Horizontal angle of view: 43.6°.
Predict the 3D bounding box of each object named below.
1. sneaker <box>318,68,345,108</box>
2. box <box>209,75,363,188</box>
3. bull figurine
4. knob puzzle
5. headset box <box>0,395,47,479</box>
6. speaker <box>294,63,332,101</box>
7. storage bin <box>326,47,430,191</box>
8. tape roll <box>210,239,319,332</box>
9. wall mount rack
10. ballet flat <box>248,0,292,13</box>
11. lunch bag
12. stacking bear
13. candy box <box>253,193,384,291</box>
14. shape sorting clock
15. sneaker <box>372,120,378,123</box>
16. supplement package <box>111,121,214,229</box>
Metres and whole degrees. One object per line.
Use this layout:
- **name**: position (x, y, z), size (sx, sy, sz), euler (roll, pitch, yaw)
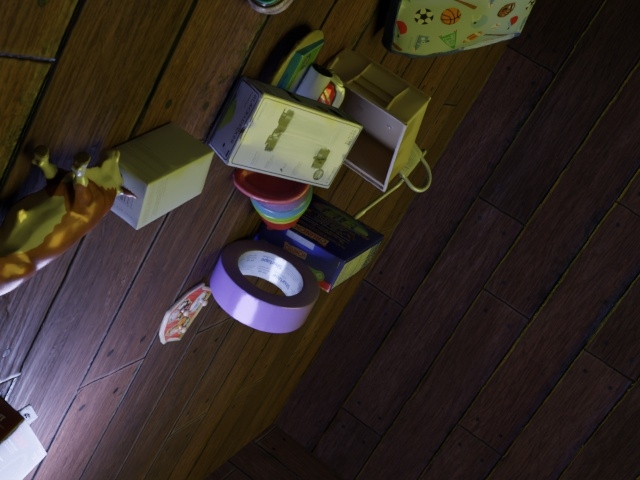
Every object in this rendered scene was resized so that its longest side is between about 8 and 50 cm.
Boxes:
- **sneaker**: position (-0.035, -0.295, 1.920), size (0.118, 0.107, 0.279), euler (-23, 150, -29)
- **box**: position (-0.068, -0.222, 1.677), size (0.290, 0.087, 0.169), euler (8, 119, -44)
- **bull figurine**: position (-0.402, -0.045, 1.188), size (0.310, 0.101, 0.188), euler (-49, 162, -23)
- **knob puzzle**: position (-0.352, 0.194, 2.082), size (0.213, 0.030, 0.213), euler (-50, 166, -18)
- **headset box**: position (-0.637, 0.411, 1.448), size (0.293, 0.110, 0.218), euler (-47, 164, -29)
- **speaker**: position (-0.029, -0.324, 1.777), size (0.136, 0.055, 0.055), euler (-56, 167, 27)
- **storage bin**: position (0.114, -0.304, 1.998), size (0.123, 0.260, 0.262), euler (-46, 164, -28)
- **tape roll**: position (-0.144, 0.115, 2.082), size (0.275, 0.275, 0.090), euler (-32, 153, -58)
- **wall mount rack**: position (0.158, -0.246, 2.341), size (0.130, 0.350, 0.304), euler (-14, -151, 53)
- **ballet flat**: position (-0.016, -0.524, 1.396), size (0.316, 0.107, 0.106), euler (-46, 174, 3)
- **lunch bag**: position (0.344, -0.645, 2.003), size (0.385, 0.239, 0.328), euler (-21, 155, -16)
- **stacking bear**: position (-0.102, -0.113, 1.964), size (0.175, 0.164, 0.289), euler (-51, 171, -16)
- **candy box**: position (0.000, 0.000, 2.317), size (0.317, 0.268, 0.122), euler (-27, 145, -62)
- **shape sorting clock**: position (-0.061, -0.366, 1.716), size (0.206, 0.040, 0.206), euler (-54, 178, -3)
- **sneaker**: position (0.140, -0.372, 2.105), size (0.066, 0.188, 0.071), euler (-26, 145, -29)
- **supplement package**: position (-0.289, -0.116, 1.397), size (0.179, 0.105, 0.105), euler (-37, 157, -49)
